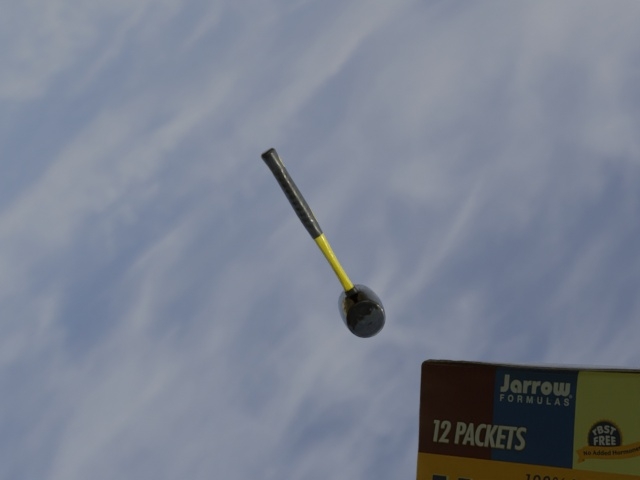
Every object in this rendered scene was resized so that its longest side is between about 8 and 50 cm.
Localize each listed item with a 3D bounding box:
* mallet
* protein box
[{"bbox_3d":[0.000,0.000,1.262,0.039,0.190,0.062,-30,-173,0],"label":"mallet"},{"bbox_3d":[0.159,0.163,0.700,0.136,0.201,0.200,-2,-97,43],"label":"protein box"}]
